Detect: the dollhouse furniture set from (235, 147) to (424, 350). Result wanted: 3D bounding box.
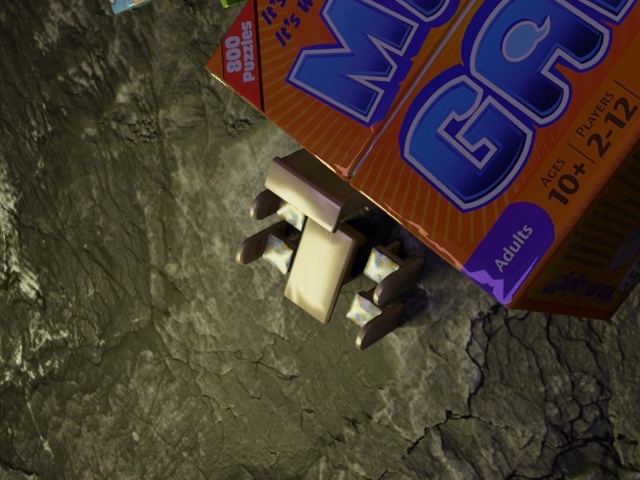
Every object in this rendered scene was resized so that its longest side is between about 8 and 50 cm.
[{"bbox_3d":[0.000,0.000,1.784,0.212,0.161,0.242,35,128,23],"label":"dollhouse furniture set"}]

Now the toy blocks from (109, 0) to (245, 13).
[{"bbox_3d":[-0.217,-0.450,1.774,0.261,0.191,0.381,-10,104,53],"label":"toy blocks"}]

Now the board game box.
[{"bbox_3d":[0.192,-0.175,1.326,0.356,0.356,0.356,39,101,22],"label":"board game box"}]
